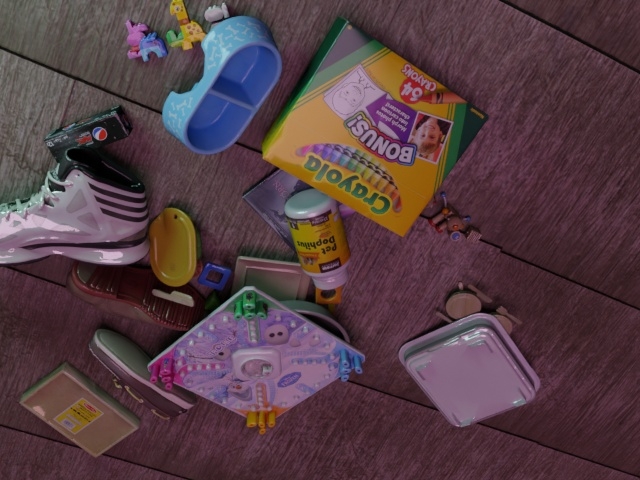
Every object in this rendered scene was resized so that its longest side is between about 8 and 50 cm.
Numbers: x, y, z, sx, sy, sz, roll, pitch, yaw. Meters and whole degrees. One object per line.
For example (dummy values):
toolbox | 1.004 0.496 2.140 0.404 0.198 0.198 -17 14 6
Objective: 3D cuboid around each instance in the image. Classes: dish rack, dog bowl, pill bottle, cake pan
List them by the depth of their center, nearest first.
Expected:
dog bowl | -0.188 -0.296 1.360 0.166 0.074 0.297 13 122 -48
pill bottle | 0.000 0.000 1.528 0.117 0.117 0.215 -14 119 4
cake pan | -0.074 0.252 1.696 0.293 0.054 0.293 -3 132 -3
dish rack | 0.391 0.358 1.790 0.285 0.072 0.333 -27 117 22

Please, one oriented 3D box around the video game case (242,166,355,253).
video game case | -0.009 -0.113 1.547 0.274 0.026 0.196 -36 115 14

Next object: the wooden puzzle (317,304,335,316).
wooden puzzle | -0.016 0.197 1.725 0.116 0.014 0.078 -11 115 2

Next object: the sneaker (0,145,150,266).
sneaker | -0.582 -0.089 1.428 0.447 0.169 0.257 1 125 -15

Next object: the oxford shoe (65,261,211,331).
oxford shoe | -0.427 0.134 1.623 0.348 0.123 0.130 28 143 -23

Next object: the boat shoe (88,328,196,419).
boat shoe | -0.457 0.343 1.716 0.097 0.116 0.324 -39 120 13

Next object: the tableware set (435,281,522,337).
tableware set | 0.400 0.186 1.736 0.194 0.039 0.128 34 121 -17

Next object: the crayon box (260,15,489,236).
crayon box | 0.109 -0.226 1.426 0.363 0.106 0.313 28 106 -20

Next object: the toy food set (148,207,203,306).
toy food set | -0.319 0.031 1.563 0.128 0.071 0.218 6 100 24

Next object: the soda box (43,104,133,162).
soda box | -0.483 -0.222 1.433 0.169 0.053 0.060 -18 120 6

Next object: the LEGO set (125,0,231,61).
LEGO set | -0.281 -0.417 1.322 0.227 0.087 0.093 -14 119 2

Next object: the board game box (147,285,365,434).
board game box | -0.155 0.312 1.674 0.390 0.050 0.390 35 122 -30

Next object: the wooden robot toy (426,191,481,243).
wooden robot toy | 0.303 -0.036 1.583 0.173 0.079 0.076 39 109 -22

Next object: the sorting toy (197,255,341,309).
sorting toy | -0.122 0.117 1.653 0.347 0.047 0.196 8 122 -11

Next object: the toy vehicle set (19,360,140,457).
toy vehicle set | -0.629 0.449 1.803 0.166 0.035 0.267 -35 116 14
